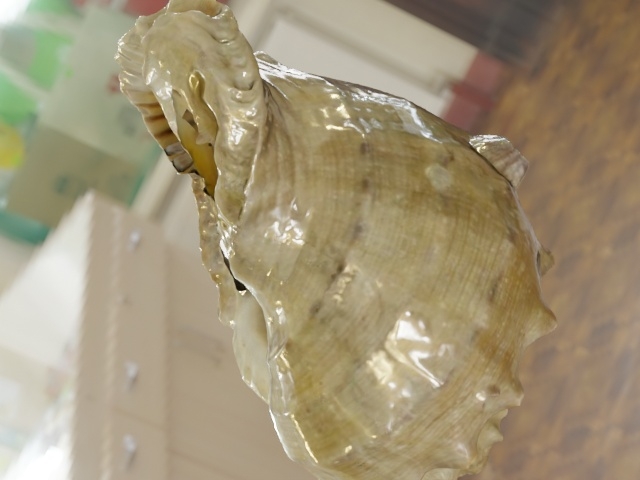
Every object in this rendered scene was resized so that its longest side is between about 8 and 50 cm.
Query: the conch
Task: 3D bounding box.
[{"bbox_3d":[0.009,-0.003,1.065,0.186,0.324,0.263,-28,17,-29],"label":"conch"}]
